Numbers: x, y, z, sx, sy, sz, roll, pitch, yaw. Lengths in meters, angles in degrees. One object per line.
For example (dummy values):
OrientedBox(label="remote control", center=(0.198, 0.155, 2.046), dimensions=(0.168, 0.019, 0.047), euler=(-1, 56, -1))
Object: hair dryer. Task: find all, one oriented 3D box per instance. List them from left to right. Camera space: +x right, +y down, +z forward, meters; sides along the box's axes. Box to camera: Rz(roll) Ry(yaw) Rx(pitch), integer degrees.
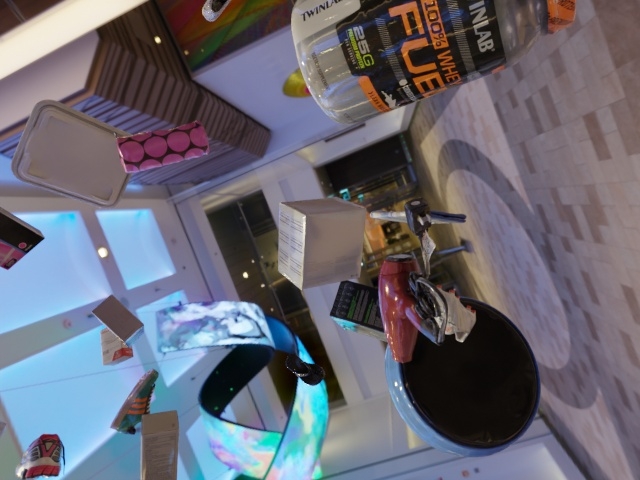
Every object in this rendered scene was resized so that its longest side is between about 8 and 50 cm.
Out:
OrientedBox(label="hair dryer", center=(0.133, 0.101, 0.641), dimensions=(0.294, 0.079, 0.224), euler=(83, -170, -47))

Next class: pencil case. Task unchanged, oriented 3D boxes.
OrientedBox(label="pencil case", center=(-0.380, -0.234, 0.979), dimensions=(0.098, 0.209, 0.095), euler=(-124, 24, -51))

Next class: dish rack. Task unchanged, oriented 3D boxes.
OrientedBox(label="dish rack", center=(-0.790, -0.266, 1.329), dimensions=(0.332, 0.286, 0.072), euler=(22, -171, -38))

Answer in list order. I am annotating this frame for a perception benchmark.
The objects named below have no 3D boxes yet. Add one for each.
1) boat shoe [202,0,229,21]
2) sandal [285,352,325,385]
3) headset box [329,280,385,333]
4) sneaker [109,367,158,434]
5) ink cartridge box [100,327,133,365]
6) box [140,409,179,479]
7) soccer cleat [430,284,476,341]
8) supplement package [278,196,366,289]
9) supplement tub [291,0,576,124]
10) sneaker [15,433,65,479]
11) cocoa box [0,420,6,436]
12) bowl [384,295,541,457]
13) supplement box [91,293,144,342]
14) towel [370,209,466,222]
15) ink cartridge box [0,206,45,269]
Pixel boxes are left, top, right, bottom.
OrientedBox(label="boat shoe", center=(-0.291, -0.743, 1.203), dimensions=(0.066, 0.184, 0.063), euler=(40, 162, -34))
OrientedBox(label="sandal", center=(-0.083, 0.594, 1.854), dimensions=(0.054, 0.254, 0.097), euler=(42, -112, -38))
OrientedBox(label="headset box", center=(0.185, 0.247, 1.336), dimensions=(0.246, 0.282, 0.132), euler=(56, -129, -64))
OrientedBox(label="sneaker", center=(-0.775, 0.701, 1.748), dimensions=(0.121, 0.302, 0.108), euler=(34, 180, -17))
OrientedBox(label="ink cartridge box", center=(-0.761, 0.385, 1.505), dimensions=(0.056, 0.099, 0.136), euler=(39, -152, -61))
OrientedBox(label="box", center=(-0.664, 0.875, 1.661), dimensions=(0.121, 0.147, 0.312), euler=(-142, 57, -61))
OrientedBox(label="soccer cleat", center=(0.259, 0.149, 0.826), dimensions=(0.196, 0.068, 0.076), euler=(33, -108, -35))
OrientedBox(label="supplement package", center=(0.000, 0.000, 1.109), dimensions=(0.149, 0.194, 0.204), euler=(30, 122, 52))
OrientedBox(label="supplement tub", center=(0.136, -0.290, 0.527), dimensions=(0.193, 0.315, 0.194), euler=(30, -127, -52))
OrientedBox(label="sneaker", center=(-0.832, 0.650, 1.219), dimensions=(0.120, 0.299, 0.112), euler=(17, -122, -35))
OrientedBox(label="cocoa box", center=(-0.863, 0.502, 0.770), dimensions=(0.228, 0.347, 0.231), euler=(41, 164, -22))
OrientedBox(label="bowl", center=(0.360, 0.324, 1.011), dimensions=(0.077, 0.390, 0.392), euler=(105, 152, -62))
OrientedBox(label="supplement box", center=(-0.609, 0.252, 1.228), dimensions=(0.130, 0.073, 0.239), euler=(45, 151, -4))
OrientedBox(label="towel", center=(0.322, -0.083, 1.364), dimensions=(0.285, 0.209, 0.034), euler=(-176, 91, -68))
OrientedBox(label="ink cartridge box", center=(-1.174, -0.049, 1.387), dimensions=(0.069, 0.176, 0.371), euler=(37, 166, 31))
